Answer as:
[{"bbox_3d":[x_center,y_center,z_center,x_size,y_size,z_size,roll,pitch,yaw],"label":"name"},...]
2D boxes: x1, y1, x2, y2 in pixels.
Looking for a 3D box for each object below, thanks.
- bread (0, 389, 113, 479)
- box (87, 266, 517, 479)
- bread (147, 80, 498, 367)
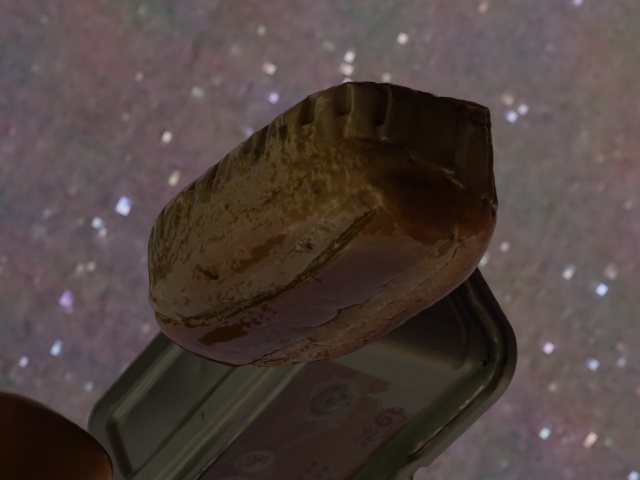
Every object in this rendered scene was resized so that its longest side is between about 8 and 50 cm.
[{"bbox_3d":[-0.200,0.149,1.018,0.173,0.134,0.085,-52,-57,-35],"label":"bread"},{"bbox_3d":[-0.030,0.115,1.486,0.182,0.312,0.175,19,-147,-40],"label":"box"},{"bbox_3d":[0.000,0.000,1.129,0.140,0.236,0.106,15,-122,-33],"label":"bread"}]
